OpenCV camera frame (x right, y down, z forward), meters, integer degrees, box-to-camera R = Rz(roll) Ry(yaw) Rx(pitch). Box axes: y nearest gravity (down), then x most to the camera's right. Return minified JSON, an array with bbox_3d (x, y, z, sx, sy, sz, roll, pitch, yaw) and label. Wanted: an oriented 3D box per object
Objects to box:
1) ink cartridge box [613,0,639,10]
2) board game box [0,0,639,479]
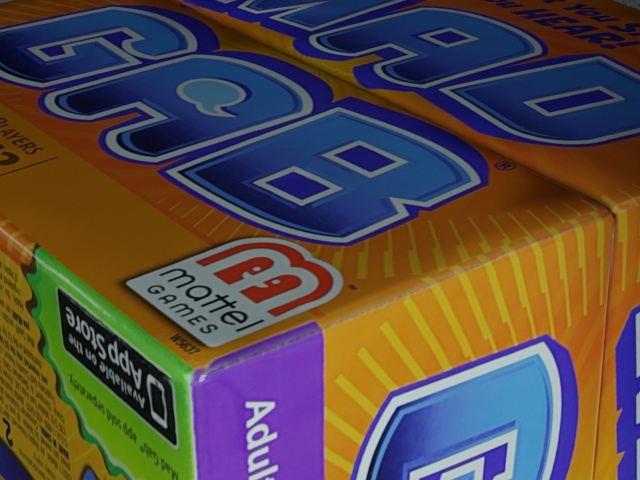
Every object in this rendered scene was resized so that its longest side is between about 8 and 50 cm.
[{"bbox_3d":[0.143,-0.067,0.819,0.232,0.066,0.189,55,150,11],"label":"ink cartridge box"},{"bbox_3d":[0.002,0.081,0.709,0.356,0.356,0.356,31,131,45],"label":"board game box"}]
